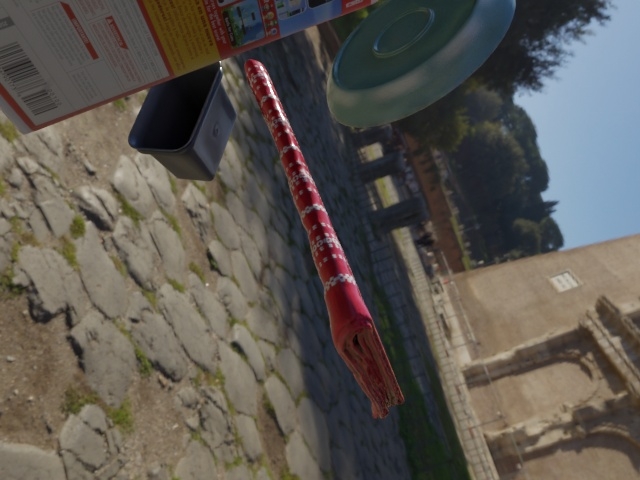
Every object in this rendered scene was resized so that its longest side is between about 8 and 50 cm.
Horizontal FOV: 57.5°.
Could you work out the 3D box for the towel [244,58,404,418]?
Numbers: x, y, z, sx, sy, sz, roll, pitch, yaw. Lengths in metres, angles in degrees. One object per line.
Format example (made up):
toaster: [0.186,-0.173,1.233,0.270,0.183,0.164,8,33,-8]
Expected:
towel: [0.000,0.000,0.499,0.199,0.031,0.275,67,1,-56]

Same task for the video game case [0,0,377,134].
video game case: [-0.097,-0.184,0.352,0.204,0.285,0.025,80,-14,-62]

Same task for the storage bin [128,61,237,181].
storage bin: [-0.161,-0.139,0.705,0.091,0.098,0.135,60,41,-58]

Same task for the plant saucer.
plant saucer: [0.131,-0.302,0.881,0.044,0.318,0.317,45,23,-35]
